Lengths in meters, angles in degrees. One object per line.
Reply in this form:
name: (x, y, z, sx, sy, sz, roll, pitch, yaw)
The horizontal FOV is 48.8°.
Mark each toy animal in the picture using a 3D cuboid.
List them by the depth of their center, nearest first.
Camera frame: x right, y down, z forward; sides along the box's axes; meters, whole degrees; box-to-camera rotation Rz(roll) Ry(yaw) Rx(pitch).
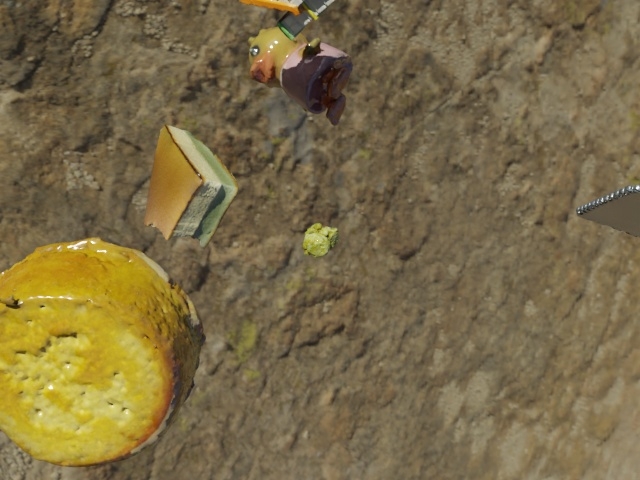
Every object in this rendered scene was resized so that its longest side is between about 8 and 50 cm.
toy animal: (-0.052, -0.396, 1.594, 0.169, 0.281, 0.195, -52, 160, -37)

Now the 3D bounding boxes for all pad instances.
pad: (0.427, 0.006, 0.760, 0.269, 0.269, 0.012, 22, 91, -83)

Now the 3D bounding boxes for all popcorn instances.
popcorn: (0.001, 0.003, 1.445, 0.083, 0.068, 0.059, -25, 153, -5)

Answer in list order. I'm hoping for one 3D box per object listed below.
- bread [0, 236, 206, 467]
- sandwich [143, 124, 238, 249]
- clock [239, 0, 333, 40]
bread: (-0.381, 0.192, 1.175, 0.398, 0.215, 0.398, 0, 115, -1)
sandwich: (-0.285, -0.103, 1.444, 0.108, 0.220, 0.186, 13, 119, -43)
clock: (-0.049, -0.490, 1.214, 0.220, 0.255, 0.106, 46, 49, -16)
